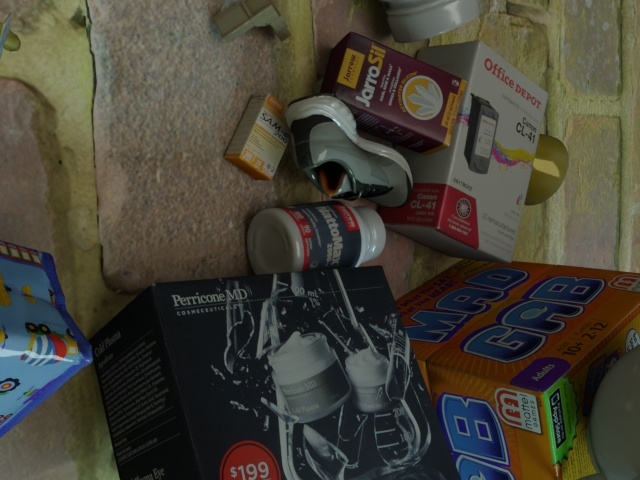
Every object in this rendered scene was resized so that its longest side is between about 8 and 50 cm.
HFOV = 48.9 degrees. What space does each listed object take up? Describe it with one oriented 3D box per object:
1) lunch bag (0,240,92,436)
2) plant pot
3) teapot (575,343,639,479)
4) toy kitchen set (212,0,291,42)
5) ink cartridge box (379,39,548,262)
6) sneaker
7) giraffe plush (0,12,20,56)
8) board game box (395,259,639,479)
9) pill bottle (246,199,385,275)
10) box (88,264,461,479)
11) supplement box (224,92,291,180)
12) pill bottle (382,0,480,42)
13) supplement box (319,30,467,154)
[{"bbox_3d":[-0.380,0.126,0.579,0.293,0.138,0.221,-45,147,14],"label":"lunch bag"},{"bbox_3d":[0.362,-0.141,1.273,0.095,0.134,0.134,18,82,-31],"label":"plant pot"},{"bbox_3d":[0.412,0.244,0.842,0.256,0.187,0.252,25,55,-15],"label":"teapot"},{"bbox_3d":[-0.094,-0.289,0.907,0.068,0.075,0.083,61,8,16],"label":"toy kitchen set"},{"bbox_3d":[0.238,-0.137,1.153,0.226,0.131,0.306,20,82,-42],"label":"ink cartridge box"},{"bbox_3d":[0.041,-0.093,0.969,0.271,0.100,0.108,29,57,-50],"label":"sneaker"},{"bbox_3d":[-0.373,-0.136,0.585,0.170,0.181,0.210,25,110,-17],"label":"giraffe plush"},{"bbox_3d":[0.302,0.264,1.098,0.356,0.356,0.356,-26,111,-38],"label":"board game box"},{"bbox_3d":[0.000,0.000,0.965,0.180,0.108,0.108,-11,101,-42],"label":"pill bottle"},{"bbox_3d":[-0.047,0.210,0.812,0.343,0.179,0.312,-3,65,-43],"label":"box"},{"bbox_3d":[-0.077,-0.136,0.928,0.062,0.036,0.098,34,72,-40],"label":"supplement box"},{"bbox_3d":[0.127,-0.440,0.999,0.160,0.160,0.283,-39,119,-33],"label":"pill bottle"},{"bbox_3d":[0.099,-0.206,1.005,0.188,0.081,0.104,19,81,-16],"label":"supplement box"}]
